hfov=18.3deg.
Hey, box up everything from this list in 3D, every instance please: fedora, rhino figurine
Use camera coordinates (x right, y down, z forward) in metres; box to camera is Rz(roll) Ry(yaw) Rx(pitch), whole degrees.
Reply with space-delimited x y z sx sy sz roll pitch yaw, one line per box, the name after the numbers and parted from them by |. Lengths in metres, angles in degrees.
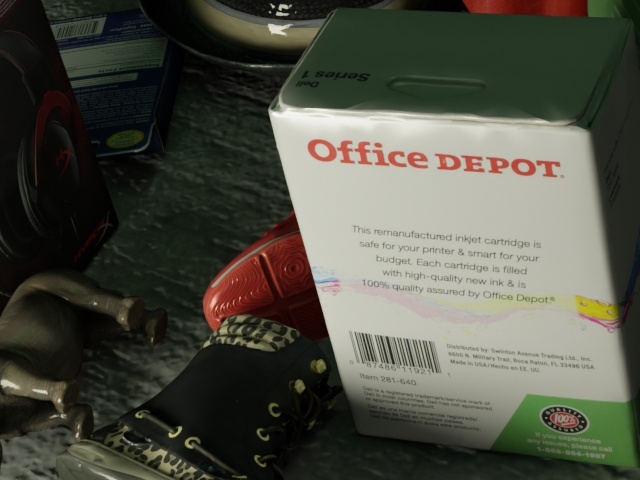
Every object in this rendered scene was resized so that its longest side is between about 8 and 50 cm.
-0.016 -0.285 1.716 0.334 0.152 0.334 -3 38 2 | fedora
-0.210 0.103 1.380 0.106 0.073 0.243 14 42 23 | rhino figurine

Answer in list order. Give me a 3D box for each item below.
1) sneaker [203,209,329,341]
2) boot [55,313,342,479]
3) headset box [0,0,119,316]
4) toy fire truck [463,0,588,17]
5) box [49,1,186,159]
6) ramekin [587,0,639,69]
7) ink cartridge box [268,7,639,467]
0.000 0.000 1.462 0.221 0.087 0.128 -24 23 -16 | sneaker
-0.032 0.137 1.278 0.236 0.085 0.178 18 45 33 | boot
-0.278 -0.064 1.440 0.110 0.293 0.218 8 42 27 | headset box
0.226 -0.262 1.579 0.302 0.169 0.254 -16 47 -12 | toy fire truck
-0.192 -0.122 1.691 0.136 0.036 0.225 -7 36 11 | box
0.344 -0.142 1.335 0.303 0.303 0.148 -14 45 2 | ramekin
0.104 -0.002 1.245 0.201 0.278 0.117 5 42 23 | ink cartridge box
